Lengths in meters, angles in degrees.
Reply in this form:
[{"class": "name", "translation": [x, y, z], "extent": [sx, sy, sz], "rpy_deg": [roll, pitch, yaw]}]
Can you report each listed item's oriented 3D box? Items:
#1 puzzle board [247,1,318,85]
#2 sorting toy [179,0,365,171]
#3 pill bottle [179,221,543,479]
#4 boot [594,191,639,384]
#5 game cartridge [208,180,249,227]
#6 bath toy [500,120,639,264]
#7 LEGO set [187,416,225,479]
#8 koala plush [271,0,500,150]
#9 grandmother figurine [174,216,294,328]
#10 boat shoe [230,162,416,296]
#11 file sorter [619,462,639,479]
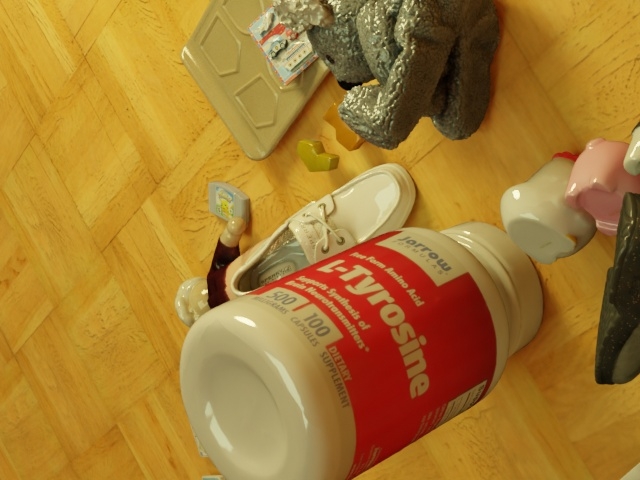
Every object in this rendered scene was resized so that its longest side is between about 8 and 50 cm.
[{"class": "puzzle board", "translation": [-0.027, -0.275, 1.609], "extent": [0.128, 0.011, 0.096], "rpy_deg": [-39, 75, 26]}, {"class": "sorting toy", "translation": [-0.057, -0.215, 1.694], "extent": [0.307, 0.041, 0.229], "rpy_deg": [55, 135, 14]}, {"class": "pill bottle", "translation": [0.063, 0.119, 1.419], "extent": [0.229, 0.408, 0.229], "rpy_deg": [23, 124, 40]}, {"class": "boot", "translation": [0.392, 0.073, 1.238], "extent": [0.223, 0.118, 0.338], "rpy_deg": [8, 158, 10]}, {"class": "game cartridge", "translation": [-0.138, -0.057, 1.873], "extent": [0.083, 0.017, 0.056], "rpy_deg": [25, 121, 39]}, {"class": "bath toy", "translation": [0.329, -0.070, 1.256], "extent": [0.151, 0.129, 0.348], "rpy_deg": [40, 148, -17]}, {"class": "LEGO set", "translation": [-0.162, 0.352, 2.062], "extent": [0.182, 0.060, 0.244], "rpy_deg": [-9, 100, 46]}, {"class": "koala plush", "translation": [0.071, -0.236, 1.433], "extent": [0.221, 0.196, 0.203], "rpy_deg": [29, 116, 38]}, {"class": "grandmother figurine", "translation": [-0.109, 0.073, 1.846], "extent": [0.342, 0.104, 0.207], "rpy_deg": [-20, 66, 54]}, {"class": "boat shoe", "translation": [0.000, 0.000, 1.608], "extent": [0.277, 0.096, 0.098], "rpy_deg": [-40, 70, 20]}, {"class": "file sorter", "translation": [0.401, 0.281, 1.288], "extent": [0.173, 0.193, 0.277], "rpy_deg": [49, 137, 17]}]
